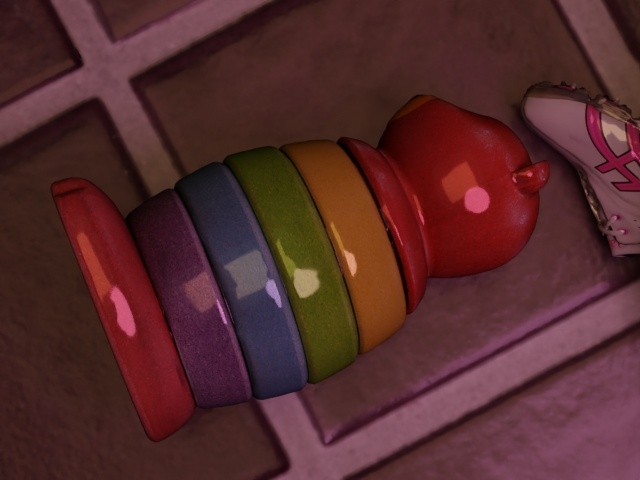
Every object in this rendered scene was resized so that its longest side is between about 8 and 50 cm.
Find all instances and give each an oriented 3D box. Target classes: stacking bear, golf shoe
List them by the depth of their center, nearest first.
[{"bbox_3d":[0.000,0.000,0.903,0.289,0.175,0.164,-21,83,-8],"label":"stacking bear"},{"bbox_3d":[0.204,-0.034,0.940,0.186,0.067,0.086,34,88,3],"label":"golf shoe"}]
